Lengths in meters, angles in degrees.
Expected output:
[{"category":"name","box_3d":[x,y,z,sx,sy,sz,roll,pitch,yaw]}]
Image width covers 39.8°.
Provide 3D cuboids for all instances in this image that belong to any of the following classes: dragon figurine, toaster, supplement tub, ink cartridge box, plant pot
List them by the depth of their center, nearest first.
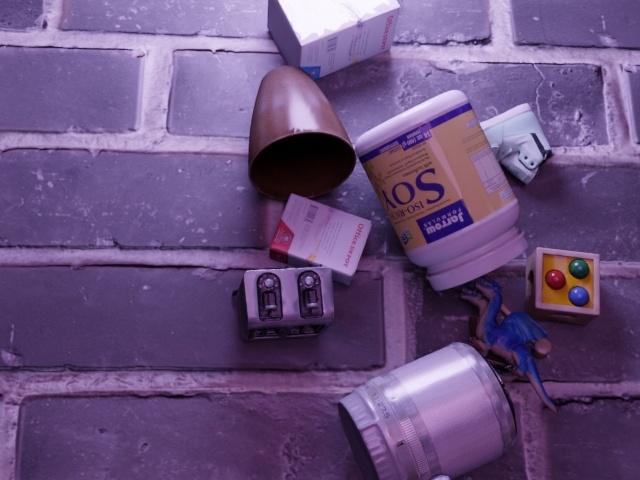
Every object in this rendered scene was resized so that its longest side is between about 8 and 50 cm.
[{"category":"toaster","box_3d":[-0.073,0.122,1.679,0.168,0.185,0.110,-2,73,-12]},{"category":"dragon figurine","box_3d":[0.372,0.191,1.683,0.289,0.085,0.144,38,66,14]},{"category":"supplement tub","box_3d":[0.236,-0.095,1.703,0.241,0.241,0.331,-27,92,-12]},{"category":"ink cartridge box","box_3d":[0.000,0.000,1.772,0.175,0.072,0.127,20,70,4]},{"category":"plant pot","box_3d":[-0.053,-0.237,1.801,0.215,0.215,0.230,-7,57,-6]},{"category":"ink cartridge box","box_3d":[0.025,-0.477,1.893,0.233,0.171,0.168,-23,73,-12]}]

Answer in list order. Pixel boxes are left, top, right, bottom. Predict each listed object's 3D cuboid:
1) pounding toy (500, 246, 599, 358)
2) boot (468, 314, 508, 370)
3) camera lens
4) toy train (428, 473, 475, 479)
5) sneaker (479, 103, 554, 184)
[{"category":"pounding toy","box_3d":[0.450,0.124,1.744,0.181,0.094,0.206,7,70,-1]},{"category":"boot","box_3d":[0.347,0.197,1.745,0.106,0.037,0.114,4,65,-4]},{"category":"camera lens","box_3d":[0.195,0.325,1.590,0.274,0.219,0.219,-22,73,-11]},{"category":"toy train","box_3d":[0.276,0.547,1.479,0.142,0.190,0.334,-30,109,0]},{"category":"sneaker","box_3d":[0.368,-0.171,1.846,0.256,0.094,0.151,-28,77,-11]}]
